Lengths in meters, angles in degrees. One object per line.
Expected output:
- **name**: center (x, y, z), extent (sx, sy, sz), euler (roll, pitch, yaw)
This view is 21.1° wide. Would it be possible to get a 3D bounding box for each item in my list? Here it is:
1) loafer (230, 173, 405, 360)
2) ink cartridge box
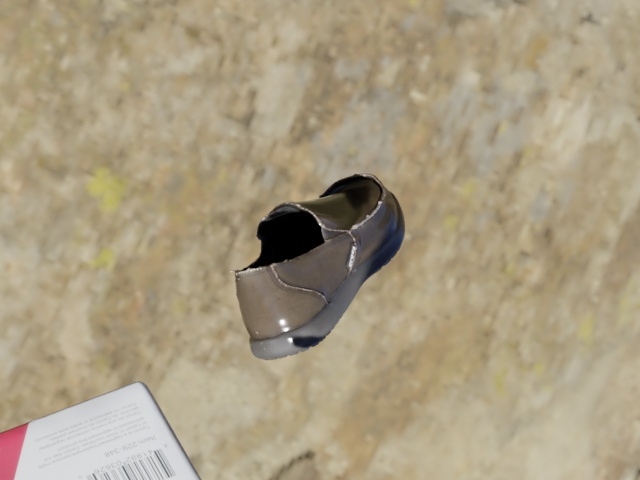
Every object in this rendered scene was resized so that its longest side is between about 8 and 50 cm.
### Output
- **loafer**: center (0.000, 0.000, 1.250), extent (0.078, 0.080, 0.220), euler (65, 28, -20)
- **ink cartridge box**: center (-0.180, 0.287, 1.368), extent (0.226, 0.306, 0.131), euler (-18, 138, -19)
